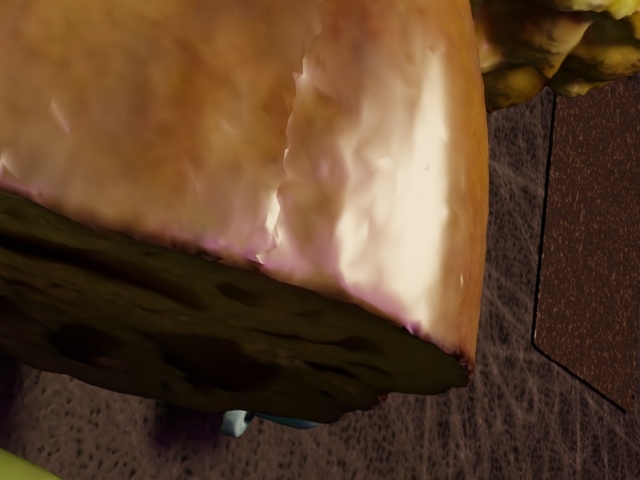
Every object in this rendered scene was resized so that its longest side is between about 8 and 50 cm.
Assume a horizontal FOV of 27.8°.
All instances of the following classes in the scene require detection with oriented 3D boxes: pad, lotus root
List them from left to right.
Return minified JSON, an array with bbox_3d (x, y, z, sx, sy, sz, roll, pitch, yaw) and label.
[{"bbox_3d":[-0.103,-0.070,0.479,0.316,0.316,0.250,28,60,-51],"label":"lotus root"},{"bbox_3d":[0.258,-0.025,1.201,0.220,0.004,0.330,35,58,-48],"label":"pad"}]

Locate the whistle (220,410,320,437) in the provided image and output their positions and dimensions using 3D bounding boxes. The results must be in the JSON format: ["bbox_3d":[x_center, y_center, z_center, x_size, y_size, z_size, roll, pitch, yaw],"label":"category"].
[{"bbox_3d":[0.000,0.000,0.746,0.186,0.093,0.274,91,20,-51],"label":"whistle"}]

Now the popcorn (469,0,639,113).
[{"bbox_3d":[0.143,-0.223,0.827,0.282,0.282,0.247,-2,76,-56],"label":"popcorn"}]

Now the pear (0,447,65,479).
[{"bbox_3d":[-0.172,0.164,0.323,0.342,0.318,0.238,8,101,-22],"label":"pear"}]
